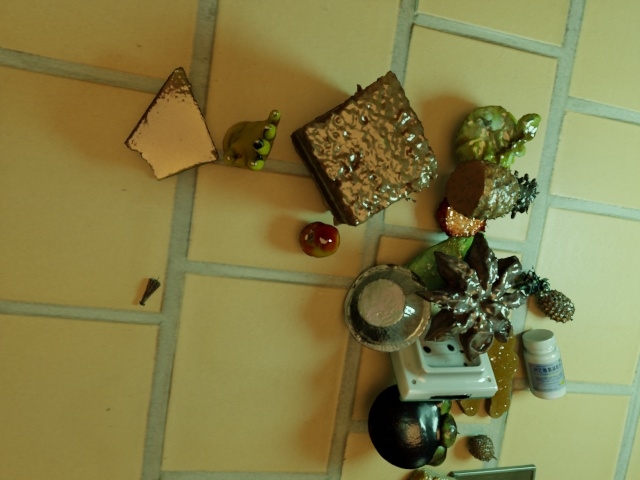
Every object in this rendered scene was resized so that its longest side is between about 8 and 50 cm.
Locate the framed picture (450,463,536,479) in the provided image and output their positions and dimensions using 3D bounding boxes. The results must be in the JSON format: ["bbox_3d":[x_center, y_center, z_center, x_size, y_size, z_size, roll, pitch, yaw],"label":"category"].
[{"bbox_3d":[0.530,0.806,1.548,0.290,0.016,0.212,1,97,-14],"label":"framed picture"}]

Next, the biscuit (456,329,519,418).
[{"bbox_3d":[0.500,0.380,1.473,0.186,0.044,0.294,11,96,-18],"label":"biscuit"}]

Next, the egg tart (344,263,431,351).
[{"bbox_3d":[0.167,0.170,1.285,0.235,0.094,0.233,-7,71,19],"label":"egg tart"}]

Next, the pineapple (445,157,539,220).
[{"bbox_3d":[0.457,-0.119,1.277,0.279,0.158,0.157,5,96,-35],"label":"pineapple"}]

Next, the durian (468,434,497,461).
[{"bbox_3d":[0.483,0.617,1.477,0.091,0.080,0.080,30,89,28],"label":"durian"}]

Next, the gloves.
[{"bbox_3d":[-0.148,-0.220,1.107,0.116,0.294,0.132,14,94,-16],"label":"gloves"}]

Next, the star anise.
[{"bbox_3d":[0.388,0.144,1.237,0.332,0.118,0.331,-3,98,-23],"label":"star anise"}]

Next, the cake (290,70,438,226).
[{"bbox_3d":[0.089,-0.203,1.170,0.256,0.290,0.281,-31,102,-9],"label":"cake"}]

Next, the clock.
[{"bbox_3d":[0.320,0.297,1.321,0.263,0.231,0.116,2,139,-13],"label":"clock"}]

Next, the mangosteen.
[{"bbox_3d":[0.247,0.494,1.334,0.243,0.243,0.242,-2,98,-13],"label":"mangosteen"}]

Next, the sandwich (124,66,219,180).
[{"bbox_3d":[-0.358,-0.260,1.147,0.186,0.108,0.219,-22,104,-11],"label":"sandwich"}]

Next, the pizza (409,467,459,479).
[{"bbox_3d":[0.370,0.791,1.470,0.297,0.071,0.189,27,89,-5],"label":"pizza"}]

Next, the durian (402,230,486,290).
[{"bbox_3d":[0.337,0.070,1.340,0.250,0.101,0.139,-23,130,14],"label":"durian"}]

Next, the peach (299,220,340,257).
[{"bbox_3d":[0.000,0.000,1.279,0.101,0.101,0.100,-2,98,-13],"label":"peach"}]

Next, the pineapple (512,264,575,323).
[{"bbox_3d":[0.662,0.174,1.464,0.221,0.083,0.103,38,87,-13],"label":"pineapple"}]

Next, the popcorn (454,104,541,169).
[{"bbox_3d":[0.463,-0.272,1.306,0.198,0.213,0.197,4,85,-50],"label":"popcorn"}]

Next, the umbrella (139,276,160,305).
[{"bbox_3d":[-0.421,0.124,1.229,0.032,0.020,0.083,32,94,-15],"label":"umbrella"}]

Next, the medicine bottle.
[{"bbox_3d":[0.661,0.365,1.478,0.103,0.103,0.186,-17,101,-11],"label":"medicine bottle"}]

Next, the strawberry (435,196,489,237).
[{"bbox_3d":[0.386,-0.068,1.364,0.145,0.086,0.144,-1,96,-15],"label":"strawberry"}]
